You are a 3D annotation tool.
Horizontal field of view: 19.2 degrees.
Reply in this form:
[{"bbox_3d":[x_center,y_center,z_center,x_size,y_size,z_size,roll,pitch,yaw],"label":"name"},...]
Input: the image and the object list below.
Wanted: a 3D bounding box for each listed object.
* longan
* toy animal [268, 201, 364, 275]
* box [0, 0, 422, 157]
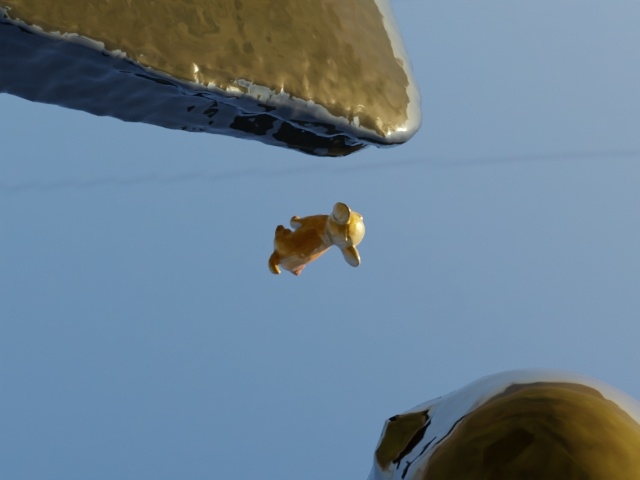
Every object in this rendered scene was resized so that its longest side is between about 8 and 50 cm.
[{"bbox_3d":[0.161,0.244,1.422,0.318,0.319,0.319,-5,-145,4],"label":"longan"},{"bbox_3d":[0.000,0.000,1.666,0.083,0.060,0.081,-6,-160,44],"label":"toy animal"},{"bbox_3d":[-0.109,-0.214,1.051,0.350,0.091,0.359,11,-126,-44],"label":"box"}]
